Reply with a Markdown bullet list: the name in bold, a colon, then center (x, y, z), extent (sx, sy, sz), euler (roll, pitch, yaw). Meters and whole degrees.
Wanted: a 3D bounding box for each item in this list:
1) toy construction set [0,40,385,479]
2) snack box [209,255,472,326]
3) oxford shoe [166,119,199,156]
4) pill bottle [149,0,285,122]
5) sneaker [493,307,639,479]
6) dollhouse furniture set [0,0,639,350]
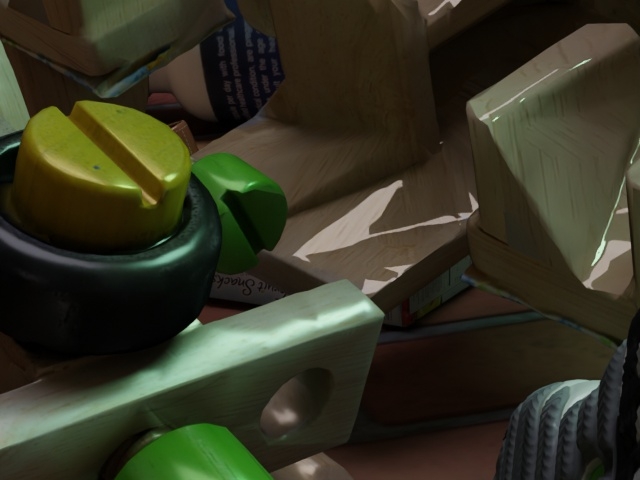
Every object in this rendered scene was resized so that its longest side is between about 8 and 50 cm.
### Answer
- **toy construction set**: center (-0.073, 0.051, 0.504), extent (0.237, 0.257, 0.309), euler (33, 13, 36)
- **snack box**: center (0.000, 0.000, 0.874), extent (0.141, 0.037, 0.100), euler (8, 18, 29)
- **oxford shoe**: center (-0.158, -0.030, 0.948), extent (0.212, 0.076, 0.076), euler (-3, 18, 7)
- **pill bottle**: center (-0.015, -0.148, 1.185), extent (0.264, 0.153, 0.153), euler (-2, 16, 7)
- **sneaker**: center (0.117, 0.073, 0.451), extent (0.132, 0.086, 0.229), euler (9, -18, -5)
- **dollhouse furniture set**: center (0.123, -0.063, 0.794), extent (0.394, 0.256, 0.362), euler (-34, 41, -29)
